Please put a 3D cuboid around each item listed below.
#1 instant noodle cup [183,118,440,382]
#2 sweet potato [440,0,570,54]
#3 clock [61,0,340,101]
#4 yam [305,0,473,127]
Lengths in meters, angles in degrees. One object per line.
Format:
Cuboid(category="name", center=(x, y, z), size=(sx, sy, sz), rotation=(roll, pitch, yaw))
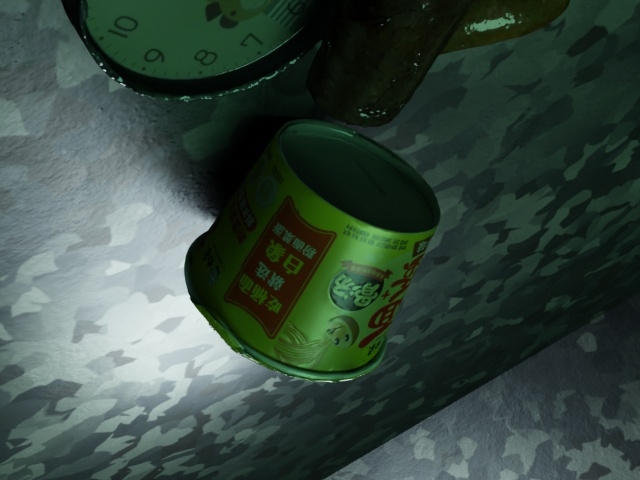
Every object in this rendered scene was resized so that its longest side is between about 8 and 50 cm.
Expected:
Cuboid(category="instant noodle cup", center=(0.000, 0.000, 1.182), size=(0.311, 0.311, 0.222), rotation=(-1, 132, -42))
Cuboid(category="sweet potato", center=(0.218, -0.285, 1.106), size=(0.346, 0.108, 0.079), rotation=(-21, 116, -15))
Cuboid(category="clock", center=(-0.093, -0.261, 0.883), size=(0.312, 0.061, 0.313), rotation=(-23, 152, -13))
Cuboid(category="yam", center=(0.085, -0.238, 0.898), size=(0.131, 0.131, 0.280), rotation=(-10, 148, -32))
